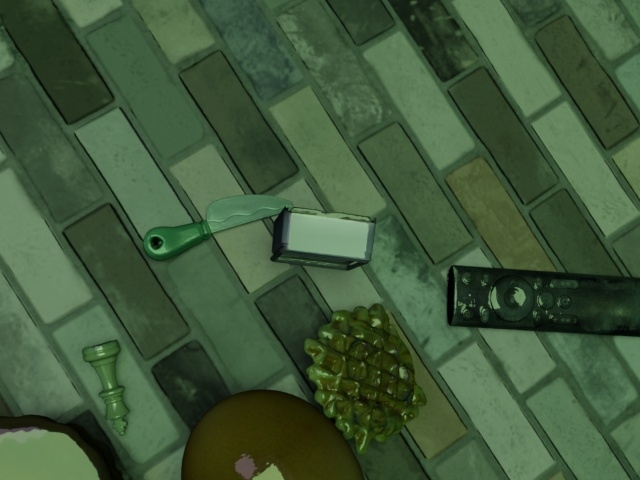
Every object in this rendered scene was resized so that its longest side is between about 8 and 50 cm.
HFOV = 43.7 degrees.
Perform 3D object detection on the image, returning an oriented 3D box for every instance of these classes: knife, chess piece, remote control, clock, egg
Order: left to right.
[{"bbox_3d":[-0.330,0.234,1.252,0.059,0.059,0.149,-13,89,-11],"label":"chess piece"},{"bbox_3d":[-0.172,-0.034,1.331,0.260,0.034,0.063,-22,80,-18],"label":"knife"},{"bbox_3d":[-0.060,0.372,1.176,0.250,0.250,0.322,-37,91,-12],"label":"egg"},{"bbox_3d":[0.001,-0.001,1.268,0.144,0.193,0.073,7,83,-7],"label":"clock"},{"bbox_3d":[0.407,0.107,1.397,0.377,0.044,0.107,5,78,-9],"label":"remote control"}]

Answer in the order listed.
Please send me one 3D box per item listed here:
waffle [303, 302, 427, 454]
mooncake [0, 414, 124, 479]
[{"bbox_3d":[0.072,0.215,1.285,0.204,0.054,0.223,-23,86,-36],"label":"waffle"},{"bbox_3d":[-0.426,0.395,1.158,0.290,0.161,0.290,2,80,-10],"label":"mooncake"}]
